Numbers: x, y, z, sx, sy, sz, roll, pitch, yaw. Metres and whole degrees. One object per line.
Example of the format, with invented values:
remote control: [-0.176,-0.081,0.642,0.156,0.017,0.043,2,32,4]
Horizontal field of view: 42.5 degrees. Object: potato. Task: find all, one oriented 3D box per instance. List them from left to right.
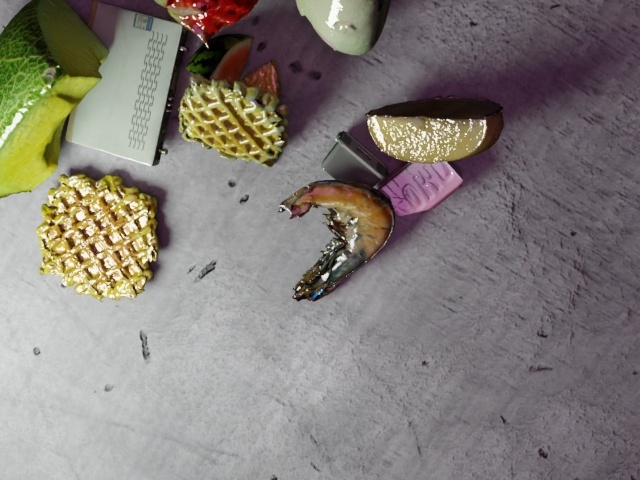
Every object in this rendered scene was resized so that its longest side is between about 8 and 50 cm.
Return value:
potato: [0.218,-0.204,1.500,0.243,0.138,0.098,6,118,26]

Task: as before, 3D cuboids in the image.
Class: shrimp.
shrimp: [0.000,0.000,1.552,0.222,0.054,0.290,26,118,-27]

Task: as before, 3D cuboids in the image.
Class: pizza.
pizza: [-0.126,-0.285,1.547,0.108,0.026,0.123,8,107,10]

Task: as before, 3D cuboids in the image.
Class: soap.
soap: [0.194,-0.110,1.558,0.149,0.056,0.100,-38,101,11]

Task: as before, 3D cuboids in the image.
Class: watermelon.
watermelon: [-0.172,-0.326,1.511,0.135,0.125,0.094,-35,117,-7]

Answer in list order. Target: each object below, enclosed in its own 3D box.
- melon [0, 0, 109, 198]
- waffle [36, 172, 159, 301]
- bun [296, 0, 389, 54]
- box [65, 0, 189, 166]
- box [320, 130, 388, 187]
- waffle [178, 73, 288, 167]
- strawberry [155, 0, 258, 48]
melon: [-0.520,-0.230,1.465,0.343,0.331,0.226,-45,134,16]
waffle: [-0.435,-0.007,1.614,0.245,0.052,0.254,12,102,1]
bun: [0.037,-0.462,1.371,0.187,0.293,0.293,19,104,4]
box: [-0.358,-0.291,1.535,0.210,0.045,0.270,16,103,9]
box: [0.061,-0.140,1.546,0.122,0.084,0.069,40,112,-6]
waffle: [-0.157,-0.213,1.494,0.207,0.054,0.214,20,148,-7]
strawberry: [-0.183,-0.528,1.362,0.292,0.292,0.343,35,100,-6]
